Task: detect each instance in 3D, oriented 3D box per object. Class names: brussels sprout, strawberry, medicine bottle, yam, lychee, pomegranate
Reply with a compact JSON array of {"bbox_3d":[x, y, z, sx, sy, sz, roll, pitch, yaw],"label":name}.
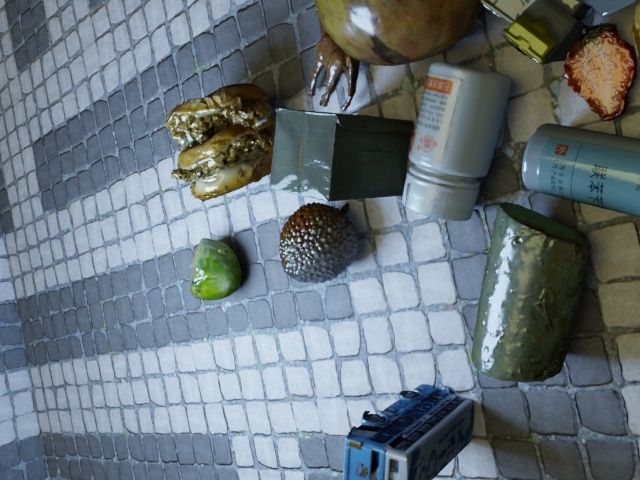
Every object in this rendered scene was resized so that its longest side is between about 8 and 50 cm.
[{"bbox_3d":[-0.249,0.075,1.582,0.151,0.122,0.149,-128,54,-68],"label":"brussels sprout"},{"bbox_3d":[0.426,-0.256,0.997,0.104,0.048,0.152,-11,92,36],"label":"strawberry"},{"bbox_3d":[0.227,-0.168,1.119,0.145,0.145,0.251,21,108,38],"label":"medicine bottle"},{"bbox_3d":[0.333,0.084,1.050,0.161,0.161,0.267,19,107,38],"label":"yam"},{"bbox_3d":[0.472,-0.086,0.936,0.352,0.110,0.110,20,109,37],"label":"medicine bottle"},{"bbox_3d":[0.000,0.000,1.339,0.165,0.197,0.165,28,146,21],"label":"lychee"},{"bbox_3d":[0.132,-0.421,1.083,0.281,0.281,0.281,6,100,40],"label":"pomegranate"}]

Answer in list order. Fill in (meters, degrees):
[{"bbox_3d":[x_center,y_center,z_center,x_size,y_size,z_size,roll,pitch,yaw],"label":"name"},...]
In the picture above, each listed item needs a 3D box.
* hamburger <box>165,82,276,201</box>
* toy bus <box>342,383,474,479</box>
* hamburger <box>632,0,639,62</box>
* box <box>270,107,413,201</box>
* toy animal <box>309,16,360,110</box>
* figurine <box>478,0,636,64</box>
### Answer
[{"bbox_3d":[-0.214,-0.211,1.431,0.211,0.261,0.245,68,163,-7],"label":"hamburger"},{"bbox_3d":[0.157,0.345,1.146,0.131,0.297,0.106,9,102,34],"label":"toy bus"},{"bbox_3d":[0.556,-0.269,0.821,0.283,0.145,0.259,-20,77,45],"label":"hamburger"},{"bbox_3d":[0.044,-0.160,1.218,0.156,0.231,0.148,15,105,38],"label":"box"},{"bbox_3d":[0.015,-0.399,1.330,0.224,0.067,0.229,47,135,49],"label":"toy animal"},{"bbox_3d":[0.369,-0.411,0.922,0.285,0.167,0.342,-54,51,36],"label":"figurine"}]
